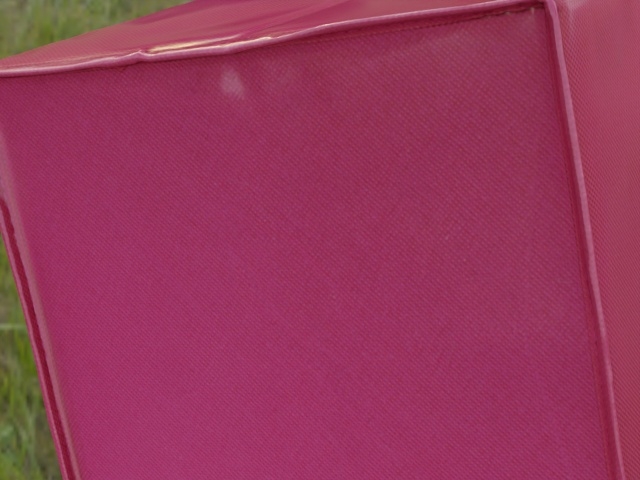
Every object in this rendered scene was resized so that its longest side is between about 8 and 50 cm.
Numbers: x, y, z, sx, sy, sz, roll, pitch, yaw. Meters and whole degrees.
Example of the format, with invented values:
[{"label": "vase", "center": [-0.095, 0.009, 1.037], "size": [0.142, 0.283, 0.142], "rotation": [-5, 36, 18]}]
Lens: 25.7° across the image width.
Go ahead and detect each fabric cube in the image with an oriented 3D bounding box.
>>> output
[{"label": "fabric cube", "center": [0.041, 0.008, 0.631], "size": [0.259, 0.254, 0.258], "rotation": [-2, 17, 28]}]
